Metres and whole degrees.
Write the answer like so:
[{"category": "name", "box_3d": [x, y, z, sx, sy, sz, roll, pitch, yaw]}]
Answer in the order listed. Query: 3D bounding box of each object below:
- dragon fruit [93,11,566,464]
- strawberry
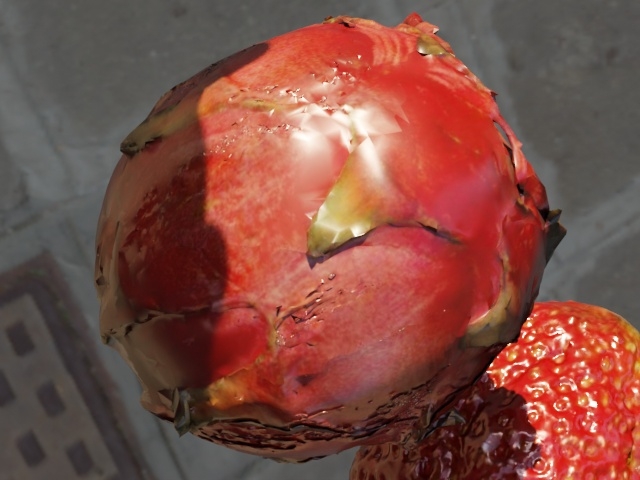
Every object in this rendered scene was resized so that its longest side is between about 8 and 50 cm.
[{"category": "dragon fruit", "box_3d": [0.000, 0.000, 0.904, 0.302, 0.295, 0.295, -36, 112, 9]}, {"category": "strawberry", "box_3d": [0.173, 0.182, 1.097, 0.257, 0.257, 0.277, 29, 99, -26]}]
